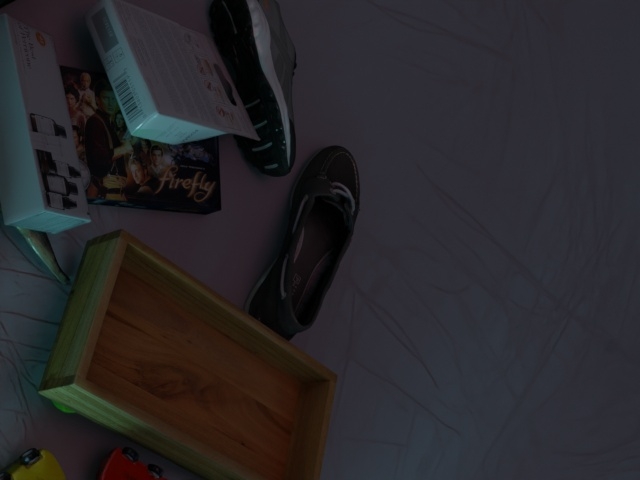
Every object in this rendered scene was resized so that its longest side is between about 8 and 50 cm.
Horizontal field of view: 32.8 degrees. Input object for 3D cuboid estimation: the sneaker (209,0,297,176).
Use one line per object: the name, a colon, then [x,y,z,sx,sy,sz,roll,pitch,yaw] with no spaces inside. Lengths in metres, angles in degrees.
sneaker: [-0.071,-0.225,1.533,0.108,0.100,0.271,-9,87,-47]

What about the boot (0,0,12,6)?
boot: [-0.392,-0.416,1.218,0.284,0.138,0.377,56,32,-16]

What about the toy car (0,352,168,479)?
toy car: [-0.291,0.219,1.285,0.239,0.053,0.225,6,78,-41]

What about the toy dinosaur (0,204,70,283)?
toy dinosaur: [-0.381,-0.049,1.254,0.118,0.064,0.268,-37,110,-46]

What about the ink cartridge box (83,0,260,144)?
ink cartridge box: [-0.190,-0.207,1.411,0.225,0.056,0.181,10,51,-61]

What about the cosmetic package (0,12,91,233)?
cosmetic package: [-0.334,-0.133,1.259,0.099,0.060,0.239,18,57,-71]

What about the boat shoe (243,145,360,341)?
boat shoe: [0.000,0.000,1.550,0.112,0.095,0.335,40,58,-29]

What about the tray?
tray: [-0.146,0.178,1.360,0.411,0.076,0.203,38,50,-37]

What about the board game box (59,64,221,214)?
board game box: [-0.240,-0.125,1.400,0.243,0.042,0.165,4,79,-41]
